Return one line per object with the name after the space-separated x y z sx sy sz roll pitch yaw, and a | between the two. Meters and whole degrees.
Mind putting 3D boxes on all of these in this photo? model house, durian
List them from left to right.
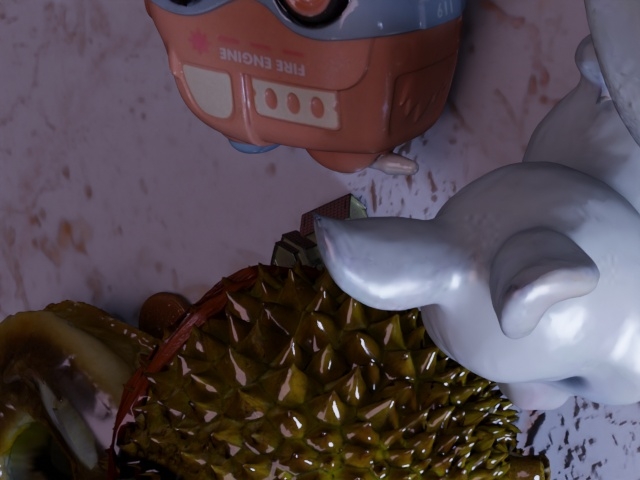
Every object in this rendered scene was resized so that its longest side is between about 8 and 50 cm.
0.000 0.000 1.436 0.083 0.057 0.058 -22 89 38 | model house
0.001 0.187 1.299 0.384 0.347 0.348 -8 93 31 | durian

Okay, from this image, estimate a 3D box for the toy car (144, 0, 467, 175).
-0.013 -0.166 1.352 0.270 0.180 0.212 16 116 32 | toy car

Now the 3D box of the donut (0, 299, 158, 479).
-0.232 0.205 1.580 0.330 0.160 0.330 14 115 31 | donut

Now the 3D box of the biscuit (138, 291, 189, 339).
-0.143 0.096 1.579 0.078 0.015 0.091 8 103 33 | biscuit

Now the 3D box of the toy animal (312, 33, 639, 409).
0.161 -0.008 1.135 0.196 0.367 0.241 8 114 35 | toy animal

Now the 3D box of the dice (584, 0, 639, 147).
0.348 -0.206 1.019 0.304 0.277 0.304 -5 98 38 | dice
